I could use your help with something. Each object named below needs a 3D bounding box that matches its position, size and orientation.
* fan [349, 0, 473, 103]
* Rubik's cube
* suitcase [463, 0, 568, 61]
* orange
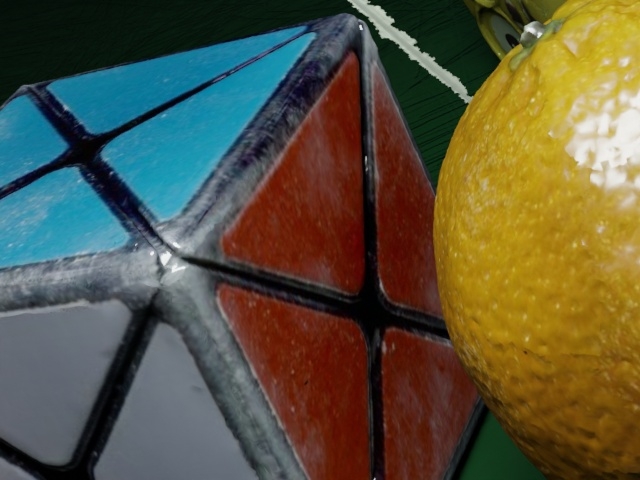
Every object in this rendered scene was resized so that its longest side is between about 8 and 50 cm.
[{"bbox_3d":[0.127,-0.042,0.904,0.329,0.009,0.191,42,52,15],"label":"fan"},{"bbox_3d":[-0.080,0.053,0.872,0.260,0.254,0.259,-11,27,29],"label":"Rubik's cube"},{"bbox_3d":[0.195,-0.219,1.233,0.143,0.194,0.235,-40,26,-9],"label":"suitcase"},{"bbox_3d":[0.173,0.003,0.711,0.264,0.264,0.264,-21,25,10],"label":"orange"}]
